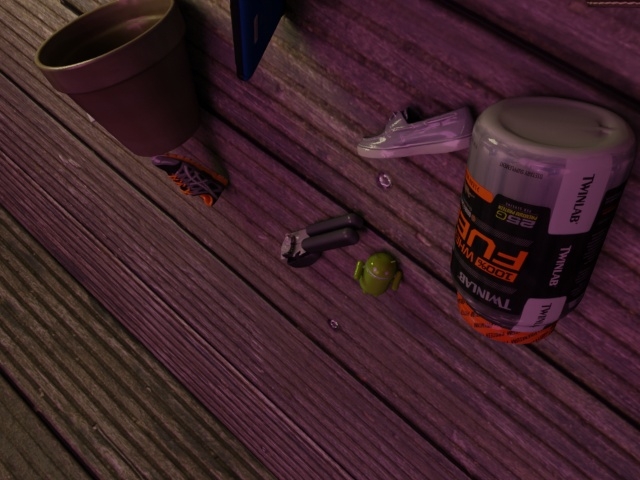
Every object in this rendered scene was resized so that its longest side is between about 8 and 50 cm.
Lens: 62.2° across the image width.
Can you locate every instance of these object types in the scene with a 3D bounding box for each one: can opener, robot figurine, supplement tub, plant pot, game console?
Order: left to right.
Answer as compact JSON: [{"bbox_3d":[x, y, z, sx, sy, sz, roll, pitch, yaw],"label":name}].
[{"bbox_3d":[-0.415,-0.356,1.207,0.323,0.323,0.281,18,146,35],"label":"plant pot"},{"bbox_3d":[-0.144,-0.452,0.859,0.173,0.250,0.293,24,169,-1],"label":"game console"},{"bbox_3d":[0.000,0.000,1.232,0.093,0.074,0.280,29,152,-28],"label":"can opener"},{"bbox_3d":[0.124,0.073,1.149,0.101,0.067,0.115,17,136,-1],"label":"robot figurine"},{"bbox_3d":[0.307,-0.021,0.786,0.207,0.207,0.338,24,133,31],"label":"supplement tub"}]

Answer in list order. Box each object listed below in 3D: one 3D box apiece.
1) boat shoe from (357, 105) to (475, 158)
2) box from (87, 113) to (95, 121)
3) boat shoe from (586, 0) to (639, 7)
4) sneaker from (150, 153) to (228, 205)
[{"bbox_3d":[0.160,-0.191,0.917,0.227,0.079,0.081,1,110,39],"label":"boat shoe"},{"bbox_3d":[-0.524,-0.396,1.352,0.091,0.170,0.130,-2,116,50],"label":"box"},{"bbox_3d":[0.450,-0.239,0.553,0.341,0.123,0.123,15,127,30],"label":"boat shoe"},{"bbox_3d":[-0.327,-0.154,1.322,0.214,0.083,0.084,25,171,-41],"label":"sneaker"}]
